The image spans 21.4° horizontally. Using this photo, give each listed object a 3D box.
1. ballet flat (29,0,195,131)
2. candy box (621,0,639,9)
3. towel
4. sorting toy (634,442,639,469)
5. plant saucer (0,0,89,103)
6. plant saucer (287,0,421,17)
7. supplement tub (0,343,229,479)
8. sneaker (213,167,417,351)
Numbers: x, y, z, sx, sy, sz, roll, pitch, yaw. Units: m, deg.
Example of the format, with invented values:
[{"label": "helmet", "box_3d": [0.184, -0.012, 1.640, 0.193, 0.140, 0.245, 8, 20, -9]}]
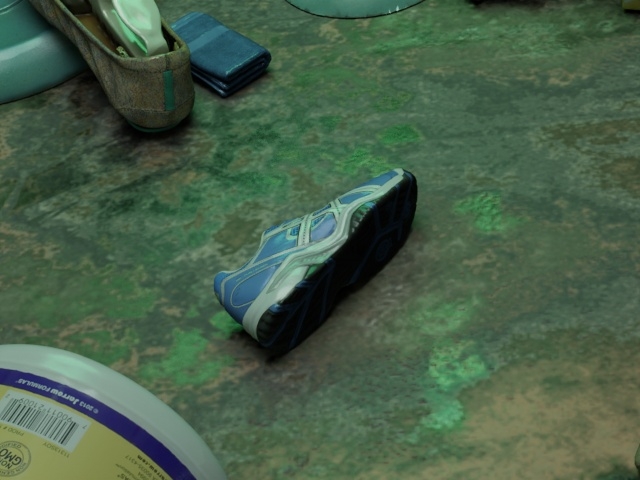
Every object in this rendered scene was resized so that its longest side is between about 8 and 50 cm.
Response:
[{"label": "ballet flat", "box_3d": [-0.211, -0.239, 1.648, 0.108, 0.106, 0.316, -25, 55, -25]}, {"label": "candy box", "box_3d": [0.394, -0.267, 1.641, 0.187, 0.053, 0.109, 6, 43, 20]}, {"label": "towel", "box_3d": [-0.107, -0.187, 1.671, 0.067, 0.029, 0.119, -35, 46, -25]}, {"label": "sorting toy", "box_3d": [0.385, 0.079, 1.259, 0.229, 0.041, 0.307, 12, 46, 23]}, {"label": "plant saucer", "box_3d": [-0.349, -0.250, 1.783, 0.318, 0.043, 0.317, -6, 41, 5]}, {"label": "plant saucer", "box_3d": [0.045, -0.302, 1.764, 0.195, 0.037, 0.195, -5, 41, 5]}, {"label": "supplement tub", "box_3d": [-0.216, 0.253, 1.036, 0.241, 0.241, 0.331, 11, 46, 22]}, {"label": "sneaker", "box_3d": [0.000, 0.000, 1.399, 0.081, 0.080, 0.211, 30, 53, 32]}]
